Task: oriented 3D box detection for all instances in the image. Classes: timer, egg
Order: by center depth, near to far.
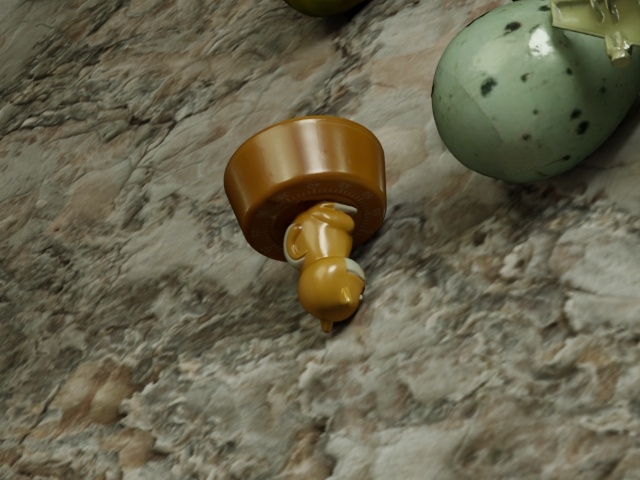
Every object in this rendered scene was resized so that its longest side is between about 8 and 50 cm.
[{"bbox_3d":[0.160,-0.110,1.276,0.164,0.131,0.131,-20,27,4],"label":"egg"},{"bbox_3d":[0.000,0.000,1.389,0.132,0.132,0.152,-33,50,25],"label":"timer"}]

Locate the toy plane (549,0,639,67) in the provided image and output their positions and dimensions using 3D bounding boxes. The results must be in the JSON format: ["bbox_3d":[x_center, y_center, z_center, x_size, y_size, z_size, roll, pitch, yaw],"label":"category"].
[{"bbox_3d":[0.237,-0.171,1.117,0.242,0.104,0.256,-34,35,37],"label":"toy plane"}]

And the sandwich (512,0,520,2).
[{"bbox_3d":[0.256,-0.268,1.333,0.227,0.155,0.198,-25,30,37],"label":"sandwich"}]

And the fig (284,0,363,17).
[{"bbox_3d":[0.010,-0.299,1.826,0.136,0.121,0.153,-8,42,47],"label":"fig"}]
